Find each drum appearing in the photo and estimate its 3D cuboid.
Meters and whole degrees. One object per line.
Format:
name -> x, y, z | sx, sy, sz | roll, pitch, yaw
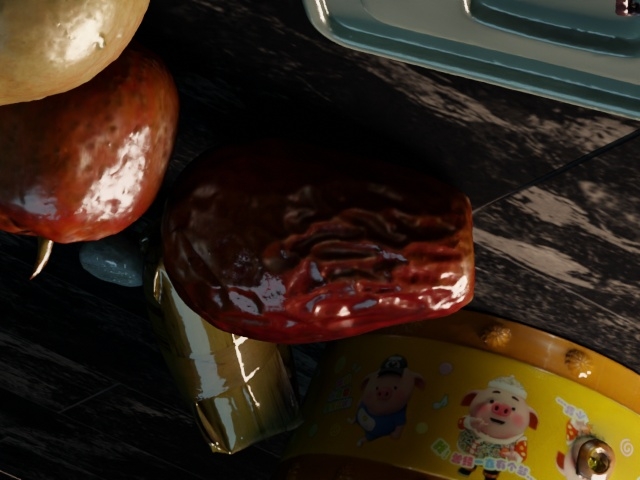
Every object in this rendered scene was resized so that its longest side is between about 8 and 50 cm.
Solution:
drum -> 0.170, 0.244, 1.867 | 0.431, 0.214, 0.431 | 18, 159, 7

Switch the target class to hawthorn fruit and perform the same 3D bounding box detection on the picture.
hawthorn fruit -> -0.202, -0.068, 1.430 | 0.179, 0.200, 0.179 | 5, 176, 0

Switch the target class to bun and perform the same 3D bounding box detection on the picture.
bun -> -0.211, 0.017, 1.898 | 0.083, 0.045, 0.083 | 18, 163, 6

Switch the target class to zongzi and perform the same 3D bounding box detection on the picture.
zongzi -> -0.113, 0.044, 1.844 | 0.123, 0.289, 0.260 | -19, 119, 0

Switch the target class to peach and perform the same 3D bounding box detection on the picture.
peach -> -0.211, -0.170, 1.190 | 0.233, 0.232, 0.232 | 18, 160, 7

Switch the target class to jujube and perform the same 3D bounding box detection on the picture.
jujube -> 0.000, 0.000, 1.495 | 0.255, 0.190, 0.190 | -1, 156, 9

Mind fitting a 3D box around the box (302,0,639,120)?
box -> 0.133, -0.178, 0.880 | 0.294, 0.167, 0.193 | 15, 161, 15
